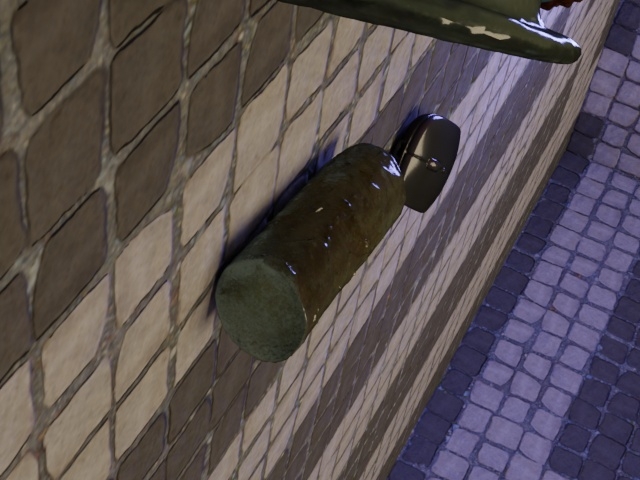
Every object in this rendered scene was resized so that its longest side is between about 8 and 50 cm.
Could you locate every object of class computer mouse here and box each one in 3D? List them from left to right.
[{"bbox_3d":[0.135,-0.095,1.506,0.120,0.057,0.232,-67,167,2],"label":"computer mouse"}]

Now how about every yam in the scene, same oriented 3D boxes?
[{"bbox_3d":[0.000,0.000,1.070,0.259,0.093,0.093,-49,159,-52],"label":"yam"}]

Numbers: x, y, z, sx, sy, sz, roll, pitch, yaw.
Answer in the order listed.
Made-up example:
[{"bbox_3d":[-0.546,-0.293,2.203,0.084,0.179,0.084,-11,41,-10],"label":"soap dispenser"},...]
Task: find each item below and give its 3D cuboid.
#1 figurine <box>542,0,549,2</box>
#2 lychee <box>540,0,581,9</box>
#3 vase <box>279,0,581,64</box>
[{"bbox_3d":[0.168,-0.320,1.036,0.205,0.103,0.260,-33,125,-29],"label":"figurine"},{"bbox_3d":[0.242,-0.327,1.230,0.188,0.188,0.188,-59,165,-26],"label":"lychee"},{"bbox_3d":[0.043,-0.246,0.543,0.245,0.245,0.291,-21,128,-72],"label":"vase"}]
